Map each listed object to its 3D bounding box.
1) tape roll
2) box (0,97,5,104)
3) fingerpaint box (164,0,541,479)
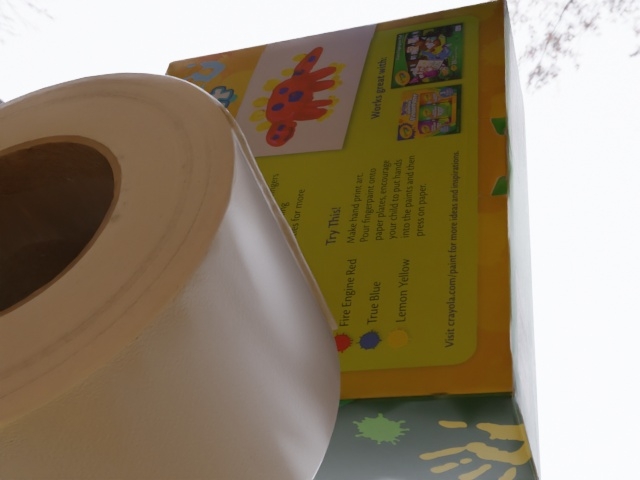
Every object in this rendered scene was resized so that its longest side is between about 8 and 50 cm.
[{"bbox_3d":[-0.128,0.049,0.455,0.246,0.169,0.246,-13,-137,13],"label":"tape roll"},{"bbox_3d":[-0.527,-0.133,0.761,0.343,0.179,0.312,-33,-76,11],"label":"box"},{"bbox_3d":[0.000,0.000,0.778,0.371,0.163,0.445,-7,-133,17],"label":"fingerpaint box"}]
